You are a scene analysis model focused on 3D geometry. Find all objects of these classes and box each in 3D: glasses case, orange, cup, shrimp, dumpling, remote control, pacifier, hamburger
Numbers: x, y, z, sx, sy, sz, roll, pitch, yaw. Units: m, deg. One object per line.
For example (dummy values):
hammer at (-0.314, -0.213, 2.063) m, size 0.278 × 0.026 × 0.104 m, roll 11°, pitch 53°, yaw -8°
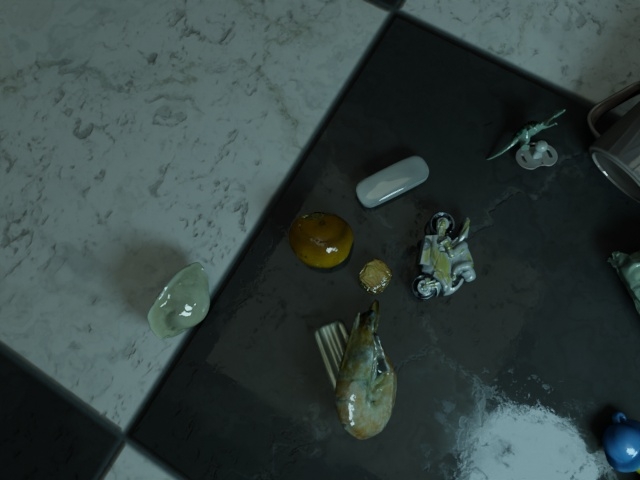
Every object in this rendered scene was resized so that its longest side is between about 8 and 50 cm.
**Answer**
glasses case at (0.182, -0.150, 1.153) m, size 0.193 × 0.049 × 0.074 m, roll -27°, pitch 79°, yaw -1°
orange at (0.000, 0.000, 1.110) m, size 0.157 × 0.134 × 0.156 m, roll 6°, pitch 40°, yaw -5°
cup at (0.763, -0.255, 1.014) m, size 0.273 × 0.208 × 0.288 m, roll -44°, pitch 70°, yaw 17°
shrimp at (0.119, 0.292, 1.051) m, size 0.168 × 0.077 × 0.317 m, roll 30°, pitch 62°, yaw -29°
dumpling at (-0.346, 0.148, 1.096) m, size 0.111 × 0.155 × 0.181 m, roll -7°, pitch 89°, yaw 28°
remote control at (0.056, 0.306, 1.085) m, size 0.090 × 0.049 × 0.230 m, roll -22°, pitch 81°, yaw -2°
pacifier at (0.537, -0.221, 1.123) m, size 0.099 × 0.078 × 0.081 m, roll -13°, pitch 64°, yaw 4°
hamburger at (0.135, 0.089, 1.120) m, size 0.083 × 0.044 × 0.076 m, roll -44°, pitch 78°, yaw -5°

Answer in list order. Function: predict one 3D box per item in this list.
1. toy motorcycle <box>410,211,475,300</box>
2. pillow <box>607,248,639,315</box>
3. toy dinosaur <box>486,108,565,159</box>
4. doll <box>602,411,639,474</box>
toy motorcycle at (0.307, 0.046, 1.099) m, size 0.151 × 0.074 × 0.228 m, roll 18°, pitch 81°, yaw 5°
pillow at (0.838, 0.108, 1.009) m, size 0.284 × 0.138 × 0.309 m, roll -23°, pitch 73°, yaw -2°
toy dinosaur at (0.508, -0.267, 1.131) m, size 0.044 × 0.187 × 0.106 m, roll 43°, pitch 50°, yaw -12°
doll at (0.738, 0.539, 0.960) m, size 0.200 × 0.145 × 0.362 m, roll -11°, pitch 65°, yaw -37°
